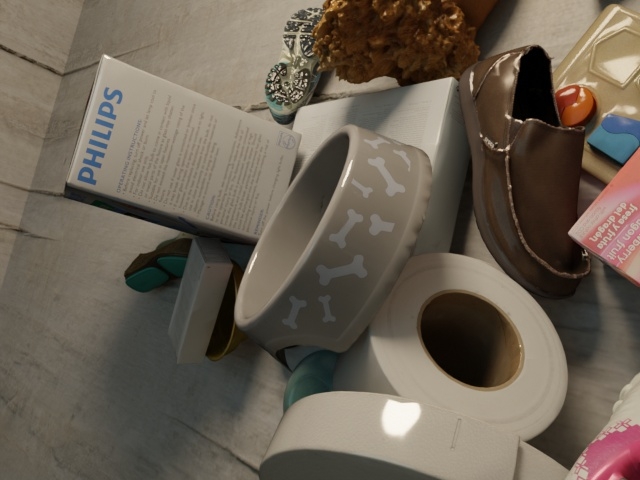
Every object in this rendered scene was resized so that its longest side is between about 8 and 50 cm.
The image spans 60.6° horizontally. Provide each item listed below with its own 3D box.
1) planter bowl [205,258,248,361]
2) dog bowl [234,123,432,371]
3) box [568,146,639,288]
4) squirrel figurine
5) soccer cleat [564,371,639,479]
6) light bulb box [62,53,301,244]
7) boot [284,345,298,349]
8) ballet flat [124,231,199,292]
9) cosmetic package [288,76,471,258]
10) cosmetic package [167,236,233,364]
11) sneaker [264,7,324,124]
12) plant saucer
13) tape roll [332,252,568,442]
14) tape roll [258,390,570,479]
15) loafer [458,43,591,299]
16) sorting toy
[{"bbox_3d":[-0.174,0.134,1.115,0.217,0.090,0.217,-15,73,58],"label":"planter bowl"},{"bbox_3d":[0.000,0.000,0.737,0.349,0.102,0.349,-53,18,25],"label":"dog bowl"},{"bbox_3d":[0.443,-0.069,0.595,0.300,0.154,0.142,-54,48,14],"label":"box"},{"bbox_3d":[0.117,-0.445,0.863,0.280,0.370,0.398,0,76,42],"label":"squirrel figurine"},{"bbox_3d":[0.332,0.194,0.527,0.143,0.331,0.116,-5,104,70],"label":"soccer cleat"},{"bbox_3d":[-0.287,-0.145,1.074,0.358,0.360,0.226,2,76,64],"label":"light bulb box"},{"bbox_3d":[-0.041,0.065,1.011,0.244,0.088,0.176,-53,43,40],"label":"boot"},{"bbox_3d":[-0.352,0.040,1.330,0.342,0.116,0.124,-18,46,42],"label":"ballet flat"},{"bbox_3d":[0.071,-0.107,0.959,0.377,0.097,0.285,6,76,49],"label":"cosmetic package"},{"bbox_3d":[-0.239,0.120,1.079,0.099,0.060,0.239,54,130,50],"label":"cosmetic package"},{"bbox_3d":[-0.044,-0.372,1.170,0.110,0.122,0.283,24,70,4],"label":"sneaker"},{"bbox_3d":[-0.008,0.290,0.966,0.194,0.037,0.195,-16,65,38],"label":"plant saucer"},{"bbox_3d":[0.152,0.160,0.686,0.169,0.245,0.246,111,146,-50],"label":"tape roll"},{"bbox_3d":[0.116,0.311,0.621,0.391,0.392,0.072,-13,36,39],"label":"tape roll"},{"bbox_3d":[0.280,-0.105,0.728,0.130,0.133,0.366,-38,59,57],"label":"loafer"},{"bbox_3d":[0.435,-0.236,0.734,0.307,0.041,0.229,-53,48,16],"label":"sorting toy"}]
